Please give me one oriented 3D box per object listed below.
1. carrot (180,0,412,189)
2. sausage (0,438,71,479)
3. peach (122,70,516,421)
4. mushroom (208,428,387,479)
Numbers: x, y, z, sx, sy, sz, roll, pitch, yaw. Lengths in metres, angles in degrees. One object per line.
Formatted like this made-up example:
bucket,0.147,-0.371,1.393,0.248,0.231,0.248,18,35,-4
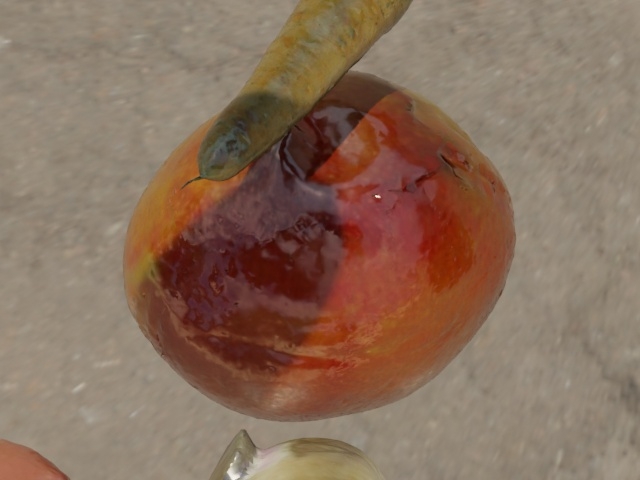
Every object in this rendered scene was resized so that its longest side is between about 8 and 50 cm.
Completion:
carrot,-0.023,-0.126,1.496,0.078,0.298,0.078,25,144,20
sausage,-0.205,0.260,1.455,0.254,0.148,0.148,37,105,20
peach,-0.001,0.002,1.792,0.373,0.290,0.372,12,139,11
mushroom,0.028,0.201,0.993,0.184,0.255,0.254,-29,92,12
